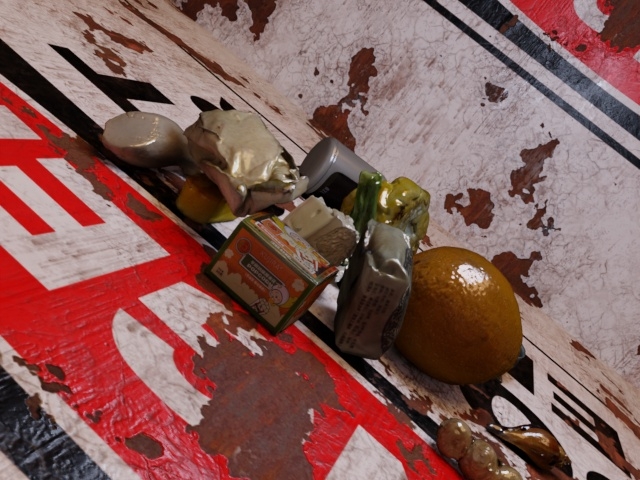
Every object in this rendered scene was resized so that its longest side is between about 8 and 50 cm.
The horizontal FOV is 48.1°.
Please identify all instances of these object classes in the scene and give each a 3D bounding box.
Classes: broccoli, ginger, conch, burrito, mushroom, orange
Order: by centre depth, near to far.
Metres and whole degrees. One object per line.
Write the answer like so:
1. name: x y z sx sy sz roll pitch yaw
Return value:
1. ginger: 0.311 0.435 1.412 0.204 0.080 0.104 41 2 2
2. burrito: -0.166 -0.156 1.552 0.190 0.135 0.332 0 36 -31
3. mushroom: -0.371 -0.219 1.649 0.128 0.128 0.350 45 12 21
4. conch: 0.508 0.481 1.718 0.232 0.080 0.086 38 8 1
5. orange: 0.325 0.187 1.728 0.357 0.322 0.322 45 13 -18
6. broccoli: 0.099 -0.034 1.860 0.164 0.304 0.145 10 7 -28

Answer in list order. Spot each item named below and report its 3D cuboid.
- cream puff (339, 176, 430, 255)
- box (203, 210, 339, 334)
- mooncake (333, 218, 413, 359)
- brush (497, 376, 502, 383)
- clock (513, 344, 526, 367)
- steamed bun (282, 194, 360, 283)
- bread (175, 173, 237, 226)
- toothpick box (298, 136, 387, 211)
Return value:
1. cream puff: 0.163 -0.064 2.145 0.257 0.291 0.324 25 33 34
2. box: -0.091 0.058 1.440 0.195 0.148 0.177 41 15 8
3. mooncake: 0.122 0.106 1.561 0.136 0.255 0.250 19 27 -4
4. brush: 0.538 0.367 2.189 0.043 0.036 0.248 29 16 4
5. clock: 0.472 0.277 2.168 0.312 0.061 0.313 27 18 -9
6. steamed bun: 0.000 0.000 1.728 0.170 0.200 0.225 46 11 -25
7. bread: -0.242 -0.102 1.661 0.102 0.094 0.245 38 17 13
8. toothpick box: 0.095 -0.193 2.436 0.316 0.229 0.229 32 17 -24
